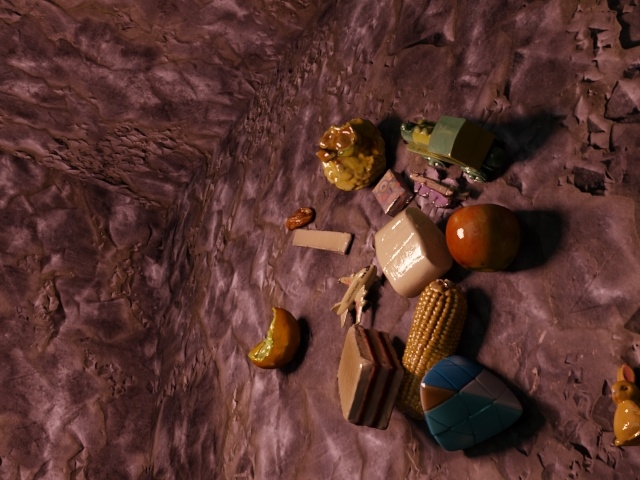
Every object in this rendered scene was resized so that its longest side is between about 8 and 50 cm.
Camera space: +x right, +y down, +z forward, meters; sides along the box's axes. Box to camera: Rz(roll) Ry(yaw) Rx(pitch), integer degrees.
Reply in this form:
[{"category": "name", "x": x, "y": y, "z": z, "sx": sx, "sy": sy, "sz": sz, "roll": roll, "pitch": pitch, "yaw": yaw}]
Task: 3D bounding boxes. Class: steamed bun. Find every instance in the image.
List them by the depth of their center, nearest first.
[{"category": "steamed bun", "x": 0.281, "y": 0.039, "z": 1.741, "sx": 0.200, "sy": 0.154, "sz": 0.250, "roll": -48, "pitch": 43, "yaw": 35}]

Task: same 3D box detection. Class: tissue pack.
[{"category": "tissue pack", "x": 0.248, "y": -0.163, "z": 2.001, "sx": 0.109, "sy": 0.060, "sz": 0.148, "roll": -54, "pitch": 34, "yaw": 24}]

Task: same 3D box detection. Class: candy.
[{"category": "candy", "x": 0.134, "y": 0.379, "z": 1.655, "sx": 0.321, "sy": 0.135, "sz": 0.179, "roll": -92, "pitch": 16, "yaw": -79}]

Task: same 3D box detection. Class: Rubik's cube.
[{"category": "Rubik's cube", "x": 0.346, "y": 0.381, "z": 1.374, "sx": 0.254, "sy": 0.254, "sz": 0.254, "roll": -34, "pitch": 45, "yaw": 43}]

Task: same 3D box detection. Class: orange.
[{"category": "orange", "x": -0.159, "y": 0.381, "z": 2.181, "sx": 0.237, "sy": 0.158, "sz": 0.179, "roll": -62, "pitch": -6, "yaw": 0}]

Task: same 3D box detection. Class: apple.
[{"category": "apple", "x": 0.425, "y": -0.006, "z": 1.520, "sx": 0.196, "sy": 0.196, "sz": 0.196, "roll": -34, "pitch": 45, "yaw": 43}]

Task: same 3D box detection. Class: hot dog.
[{"category": "hot dog", "x": -0.090, "y": -0.091, "z": 2.460, "sx": 0.147, "sy": 0.065, "sz": 0.099, "roll": -26, "pitch": 15, "yaw": 50}]

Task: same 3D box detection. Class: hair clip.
[{"category": "hair clip", "x": 0.362, "y": -0.165, "z": 1.821, "sx": 0.106, "sy": 0.084, "sz": 0.292, "roll": -67, "pitch": 26, "yaw": 11}]

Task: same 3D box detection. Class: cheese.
[{"category": "cheese", "x": -0.002, "y": -0.002, "z": 2.308, "sx": 0.400, "sy": 0.034, "sz": 0.085, "roll": 9, "pitch": 80, "yaw": 58}]

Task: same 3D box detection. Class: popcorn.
[{"category": "popcorn", "x": 0.117, "y": -0.316, "z": 2.137, "sx": 0.224, "sy": 0.270, "sz": 0.258, "roll": -2, "pitch": 114, "yaw": 60}]

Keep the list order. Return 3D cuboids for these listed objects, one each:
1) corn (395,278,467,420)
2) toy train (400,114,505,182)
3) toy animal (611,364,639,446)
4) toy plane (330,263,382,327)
[{"category": "corn", "x": 0.300, "y": 0.293, "z": 1.574, "sx": 0.144, "sy": 0.144, "sz": 0.387, "roll": 6, "pitch": 76, "yaw": 58}, {"category": "toy train", "x": 0.371, "y": -0.292, "z": 1.725, "sx": 0.369, "sy": 0.237, "sz": 0.150, "roll": 33, "pitch": 102, "yaw": 58}, {"category": "toy animal", "x": 0.609, "y": 0.323, "z": 1.158, "sx": 0.083, "sy": 0.070, "sz": 0.159, "roll": -38, "pitch": 38, "yaw": 42}, {"category": "toy plane", "x": 0.123, "y": 0.175, "z": 1.957, "sx": 0.244, "sy": 0.092, "sz": 0.229, "roll": -51, "pitch": 33, "yaw": 24}]
